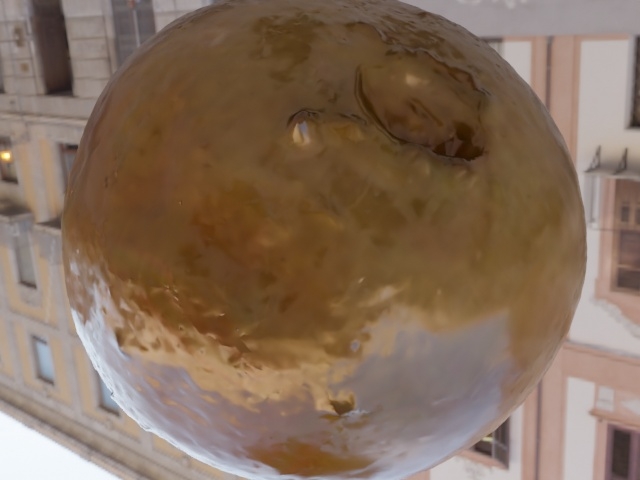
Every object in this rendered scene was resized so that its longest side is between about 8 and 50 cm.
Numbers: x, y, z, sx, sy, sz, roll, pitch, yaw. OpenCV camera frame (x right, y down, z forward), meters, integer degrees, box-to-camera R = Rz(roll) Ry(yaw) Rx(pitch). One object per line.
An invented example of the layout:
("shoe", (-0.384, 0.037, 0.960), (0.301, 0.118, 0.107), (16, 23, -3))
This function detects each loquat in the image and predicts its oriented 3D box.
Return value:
("loquat", (0.000, 0.000, 0.492), (0.329, 0.328, 0.328), (-3, -163, 1))
